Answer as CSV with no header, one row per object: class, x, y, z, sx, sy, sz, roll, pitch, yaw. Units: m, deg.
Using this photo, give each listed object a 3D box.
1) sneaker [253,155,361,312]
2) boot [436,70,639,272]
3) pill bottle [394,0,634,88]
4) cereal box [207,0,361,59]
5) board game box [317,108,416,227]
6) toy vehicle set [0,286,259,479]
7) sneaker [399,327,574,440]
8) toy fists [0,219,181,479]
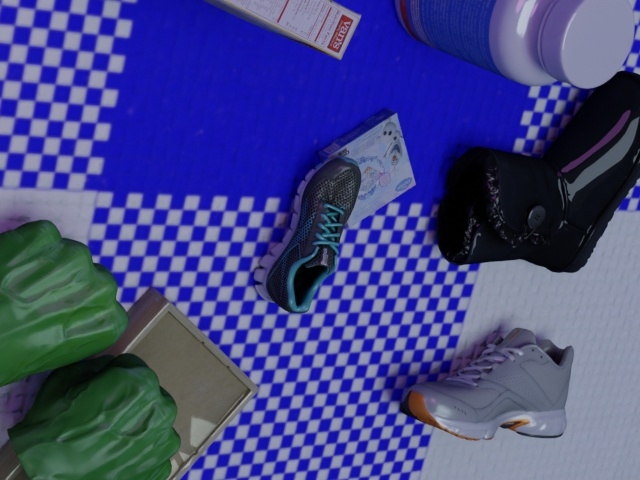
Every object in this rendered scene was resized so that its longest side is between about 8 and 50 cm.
sneaker,0.000,0.000,1.446,0.065,0.076,0.166,18,106,-30
boot,0.241,-0.077,1.597,0.207,0.094,0.246,7,113,-44
pill bottle,0.181,-0.215,1.396,0.124,0.221,0.124,-17,122,-31
cereal box,-0.104,-0.225,1.202,0.240,0.173,0.047,20,97,-43
board game box,0.048,-0.072,1.499,0.090,0.020,0.090,-33,127,-21
toy vehicle set,-0.197,0.192,1.428,0.267,0.035,0.166,-48,132,-9
sneaker,0.191,0.155,1.687,0.262,0.099,0.121,5,101,-47
toy fists,-0.220,0.114,1.307,0.142,0.096,0.279,-26,110,-9
